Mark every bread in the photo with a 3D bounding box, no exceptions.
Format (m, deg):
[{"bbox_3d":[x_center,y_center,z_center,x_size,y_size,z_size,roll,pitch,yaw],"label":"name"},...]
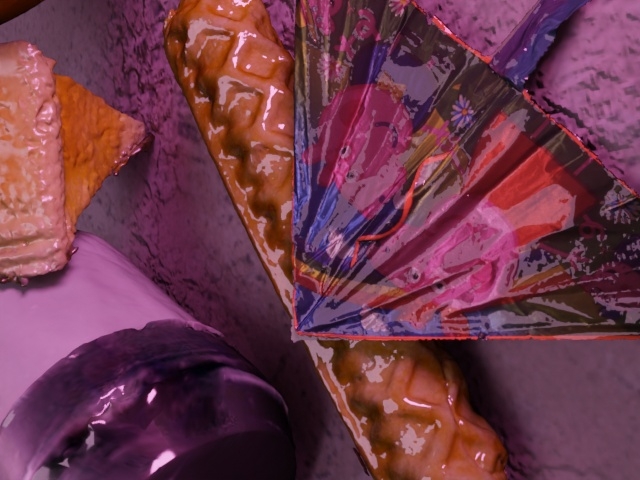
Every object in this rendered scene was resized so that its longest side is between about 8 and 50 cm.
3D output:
[{"bbox_3d":[-0.215,-0.052,0.659,0.140,0.160,0.169,-4,89,15],"label":"bread"},{"bbox_3d":[0.001,-0.001,0.516,0.077,0.084,0.368,-29,75,4],"label":"bread"}]

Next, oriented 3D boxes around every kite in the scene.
[{"bbox_3d":[0.056,-0.026,0.429,0.321,0.016,0.234,47,110,21],"label":"kite"}]

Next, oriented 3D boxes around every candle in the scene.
[{"bbox_3d":[-0.187,0.116,0.656,0.342,0.221,0.221,35,125,39],"label":"candle"}]

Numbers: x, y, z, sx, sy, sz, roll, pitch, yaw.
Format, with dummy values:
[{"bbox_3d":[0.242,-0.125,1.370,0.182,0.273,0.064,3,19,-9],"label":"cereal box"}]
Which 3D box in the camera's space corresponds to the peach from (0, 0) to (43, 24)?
[{"bbox_3d":[-0.291,-0.275,0.555,0.372,0.372,0.290,-10,91,50],"label":"peach"}]
